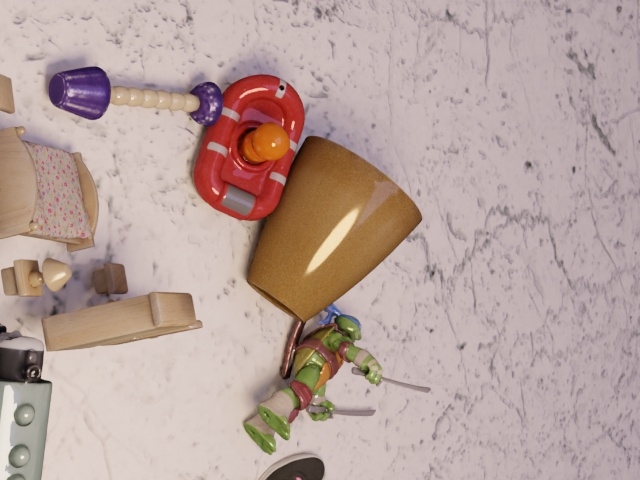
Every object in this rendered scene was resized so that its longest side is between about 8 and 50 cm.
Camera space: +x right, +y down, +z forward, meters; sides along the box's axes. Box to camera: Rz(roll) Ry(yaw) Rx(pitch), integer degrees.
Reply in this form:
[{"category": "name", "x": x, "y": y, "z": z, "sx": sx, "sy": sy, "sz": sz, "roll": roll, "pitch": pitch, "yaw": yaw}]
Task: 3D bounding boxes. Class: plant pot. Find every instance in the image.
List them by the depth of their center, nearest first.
[{"category": "plant pot", "x": 0.000, "y": 0.000, "z": 1.834, "sx": 0.237, "sy": 0.237, "sz": 0.254, "roll": 42, "pitch": 79, "yaw": -37}]

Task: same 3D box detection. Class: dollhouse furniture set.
[{"category": "dollhouse furniture set", "x": -0.290, "y": -0.041, "z": 1.514, "sx": 0.303, "sy": 0.173, "sz": 0.356, "roll": 14, "pitch": 64, "yaw": -73}]

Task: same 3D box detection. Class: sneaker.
[{"category": "sneaker", "x": -0.059, "y": 0.452, "z": 1.827, "sx": 0.295, "sy": 0.147, "sz": 0.105, "roll": -31, "pitch": 111, "yaw": -41}]

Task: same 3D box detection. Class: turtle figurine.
[{"category": "turtle figurine", "x": 0.022, "y": 0.265, "z": 1.865, "sx": 0.266, "sy": 0.197, "sz": 0.275, "roll": -39, "pitch": 114, "yaw": -32}]

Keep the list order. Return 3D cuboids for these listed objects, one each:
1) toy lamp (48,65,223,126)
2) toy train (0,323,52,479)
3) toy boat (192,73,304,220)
[{"category": "toy lamp", "x": -0.268, "y": -0.211, "z": 1.638, "sx": 0.274, "sy": 0.080, "sz": 0.080, "roll": -3, "pitch": 94, "yaw": -44}, {"category": "toy train", "x": -0.425, "y": 0.270, "z": 1.427, "sx": 0.142, "sy": 0.190, "sz": 0.334, "roll": 11, "pitch": 84, "yaw": -45}, {"category": "toy boat", "x": -0.096, "y": -0.150, "z": 1.744, "sx": 0.151, "sy": 0.151, "sz": 0.231, "roll": 24, "pitch": 75, "yaw": -26}]
